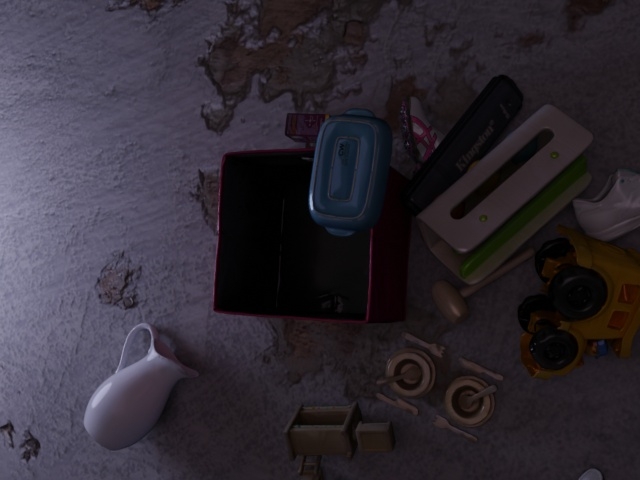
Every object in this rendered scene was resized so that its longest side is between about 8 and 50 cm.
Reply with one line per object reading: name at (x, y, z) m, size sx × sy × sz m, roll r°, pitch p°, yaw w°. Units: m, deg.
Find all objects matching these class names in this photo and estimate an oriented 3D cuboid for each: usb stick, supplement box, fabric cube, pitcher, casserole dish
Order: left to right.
pitcher at (-0.353, 0.271, 1.445) m, size 0.207 × 0.125 × 0.178 m, roll -47°, pitch 52°, yaw -1°
supplement box at (-0.016, -0.202, 1.390) m, size 0.083 × 0.055 × 0.043 m, roll 5°, pitch 86°, yaw 19°
fabric cube at (0.000, 0.000, 1.260) m, size 0.254 × 0.258 × 0.259 m, roll 2°, pitch 86°, yaw 20°
casserole dish at (0.038, -0.100, 1.100) m, size 0.114 × 0.037 × 0.189 m, roll 8°, pitch 87°, yaw 19°
usb stick at (0.232, -0.149, 1.257) m, size 0.077 × 0.045 × 0.278 m, roll 43°, pitch 80°, yaw -26°

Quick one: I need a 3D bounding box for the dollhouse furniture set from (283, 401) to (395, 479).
dollhouse furniture set at (0.051, 0.367, 1.318) m, size 0.181 × 0.101 × 0.161 m, roll -5°, pitch 108°, yaw 18°

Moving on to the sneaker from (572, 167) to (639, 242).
sneaker at (0.490, -0.079, 1.175) m, size 0.212 × 0.080 × 0.094 m, roll -30°, pitch 101°, yaw 16°

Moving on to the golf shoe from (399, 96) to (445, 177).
golf shoe at (0.188, -0.159, 1.314) m, size 0.085 × 0.067 × 0.186 m, roll -16°, pitch 88°, yaw -1°

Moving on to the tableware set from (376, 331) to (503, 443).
tableware set at (0.196, 0.245, 1.285) m, size 0.194 × 0.039 × 0.128 m, roll 23°, pitch 93°, yaw 20°

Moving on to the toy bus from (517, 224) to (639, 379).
toy bus at (0.423, 0.109, 1.167) m, size 0.211 × 0.149 × 0.220 m, roll 13°, pitch 111°, yaw -2°

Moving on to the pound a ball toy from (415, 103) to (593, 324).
pound a ball toy at (0.274, -0.043, 1.225) m, size 0.319 × 0.208 × 0.136 m, roll -41°, pitch 58°, yaw -6°

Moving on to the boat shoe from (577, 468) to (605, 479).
boat shoe at (0.414, 0.417, 1.195) m, size 0.046 × 0.038 × 0.125 m, roll 13°, pitch 82°, yaw 61°
